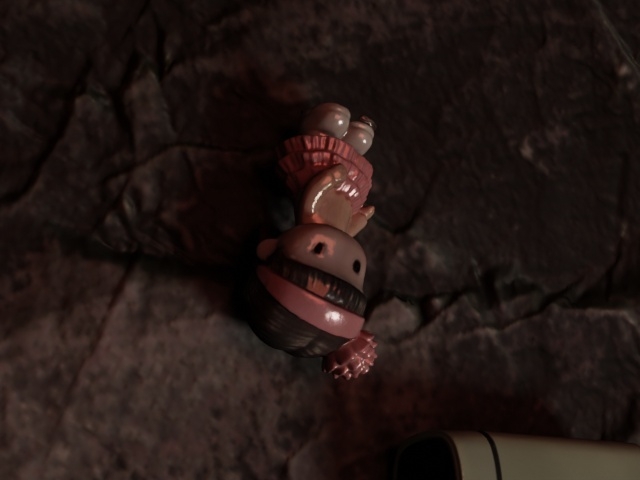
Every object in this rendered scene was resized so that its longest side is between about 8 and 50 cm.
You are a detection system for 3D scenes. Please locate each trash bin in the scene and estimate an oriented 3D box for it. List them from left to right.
[{"bbox_3d":[0.103,0.153,0.895,0.130,0.059,0.116,7,74,-34],"label":"trash bin"}]

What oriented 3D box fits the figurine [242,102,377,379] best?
[{"bbox_3d":[0.000,0.000,0.875,0.072,0.054,0.129,33,52,-40],"label":"figurine"}]
